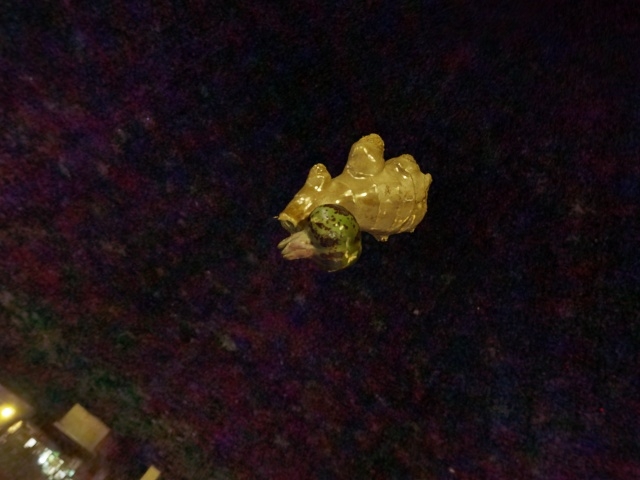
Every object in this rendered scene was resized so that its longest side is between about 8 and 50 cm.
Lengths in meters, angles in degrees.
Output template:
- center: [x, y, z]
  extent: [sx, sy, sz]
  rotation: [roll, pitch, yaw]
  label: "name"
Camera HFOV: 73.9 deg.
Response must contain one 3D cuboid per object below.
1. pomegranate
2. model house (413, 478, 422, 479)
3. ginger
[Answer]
- center: [0.009, 0.005, 0.823]
  extent: [0.125, 0.163, 0.138]
  rotation: [33, 143, 33]
  label: "pomegranate"
- center: [0.087, 0.302, 0.181]
  extent: [0.241, 0.226, 0.261]
  rotation: [20, 117, 30]
  label: "model house"
- center: [0.092, -0.110, 0.949]
  extent: [0.166, 0.375, 0.236]
  rotation: [38, 120, 40]
  label: "ginger"
